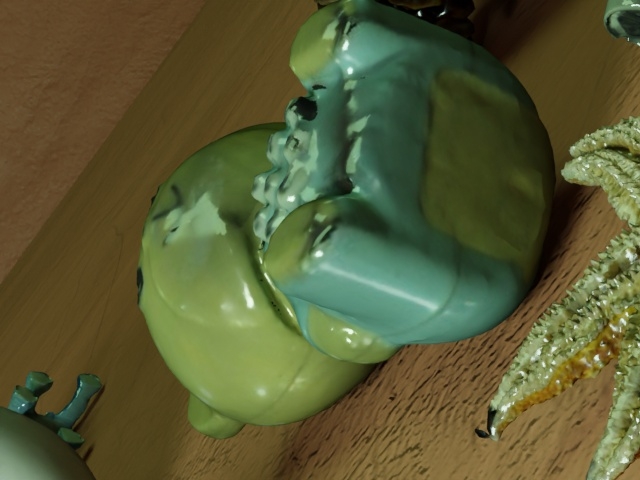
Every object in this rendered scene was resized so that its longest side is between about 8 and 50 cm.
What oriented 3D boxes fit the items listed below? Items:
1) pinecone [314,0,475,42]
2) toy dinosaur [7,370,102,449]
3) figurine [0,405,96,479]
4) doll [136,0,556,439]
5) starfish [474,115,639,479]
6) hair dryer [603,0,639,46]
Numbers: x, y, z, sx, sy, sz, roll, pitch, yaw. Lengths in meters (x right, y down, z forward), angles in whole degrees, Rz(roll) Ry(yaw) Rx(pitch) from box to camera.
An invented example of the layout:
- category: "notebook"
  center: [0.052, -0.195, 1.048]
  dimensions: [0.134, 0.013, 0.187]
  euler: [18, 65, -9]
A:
- category: "pinecone"
  center: [0.065, -0.253, 1.074]
  dimensions: [0.257, 0.243, 0.243]
  euler: [-62, 15, 1]
- category: "toy dinosaur"
  center: [-0.264, 0.184, 1.389]
  dimensions: [0.144, 0.076, 0.329]
  euler: [-59, 12, 3]
- category: "figurine"
  center: [-0.246, 0.290, 0.960]
  dimensions: [0.274, 0.226, 0.394]
  euler: [-2, 54, 35]
- category: "doll"
  center: [0.000, 0.000, 0.838]
  dimensions: [0.260, 0.161, 0.177]
  euler: [-31, 48, 51]
- category: "starfish"
  center: [0.153, -0.002, 0.610]
  dimensions: [0.227, 0.043, 0.240]
  euler: [-58, 19, -8]
- category: "hair dryer"
  center: [0.215, -0.205, 0.805]
  dimensions: [0.225, 0.088, 0.219]
  euler: [-167, 99, -78]
